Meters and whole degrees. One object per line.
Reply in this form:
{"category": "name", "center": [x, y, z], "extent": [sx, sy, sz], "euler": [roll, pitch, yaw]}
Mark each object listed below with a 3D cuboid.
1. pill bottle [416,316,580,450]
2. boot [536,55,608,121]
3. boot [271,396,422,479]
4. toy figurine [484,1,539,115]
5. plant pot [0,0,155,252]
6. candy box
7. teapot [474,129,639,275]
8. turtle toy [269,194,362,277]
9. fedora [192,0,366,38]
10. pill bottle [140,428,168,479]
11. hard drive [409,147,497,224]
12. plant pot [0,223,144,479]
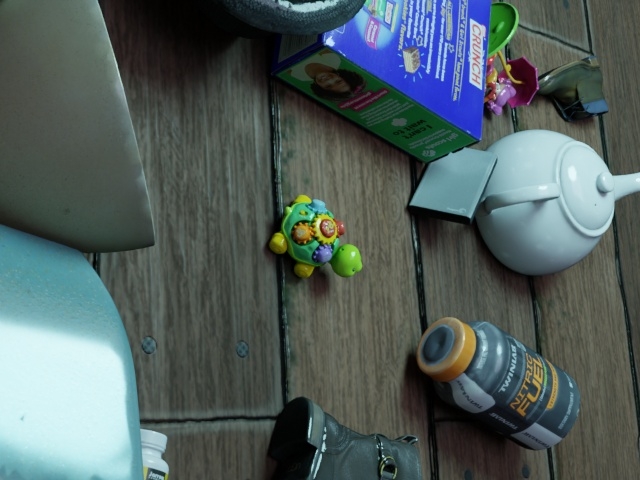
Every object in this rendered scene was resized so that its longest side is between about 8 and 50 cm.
{"category": "pill bottle", "center": [0.248, 0.198, 1.465], "extent": [0.246, 0.130, 0.130], "euler": [32, 58, -31]}
{"category": "boot", "center": [0.446, -0.258, 1.810], "extent": [0.219, 0.082, 0.106], "euler": [-23, 91, -46]}
{"category": "boot", "center": [0.037, 0.332, 1.261], "extent": [0.229, 0.091, 0.263], "euler": [32, 56, -31]}
{"category": "toy figurine", "center": [0.284, -0.266, 1.659], "extent": [0.159, 0.130, 0.173], "euler": [44, 74, -36]}
{"category": "plant pot", "center": [-0.289, -0.108, 0.999], "extent": [0.191, 0.284, 0.284], "euler": [-15, 88, -12]}
{"category": "candy box", "center": [0.098, -0.300, 1.476], "extent": [0.317, 0.122, 0.268], "euler": [25, 61, -34]}
{"category": "teapot", "center": [0.371, -0.070, 1.615], "extent": [0.252, 0.187, 0.256], "euler": [44, 53, -24]}
{"category": "turtle toy", "center": [0.000, 0.000, 1.338], "extent": [0.130, 0.066, 0.095], "euler": [45, 52, -24]}
{"category": "fedora", "center": [-0.091, -0.377, 1.289], "extent": [0.334, 0.152, 0.334], "euler": [13, 62, -26]}
{"category": "pill bottle", "center": [-0.196, 0.261, 1.085], "extent": [0.065, 0.065, 0.116], "euler": [25, 62, -35]}
{"category": "hard drive", "center": [0.199, -0.085, 1.531], "extent": [0.022, 0.094, 0.135], "euler": [77, 32, -48]}
{"category": "plant pot", "center": [-0.314, 0.121, 0.907], "extent": [0.248, 0.247, 0.252], "euler": [22, 54, -37]}
